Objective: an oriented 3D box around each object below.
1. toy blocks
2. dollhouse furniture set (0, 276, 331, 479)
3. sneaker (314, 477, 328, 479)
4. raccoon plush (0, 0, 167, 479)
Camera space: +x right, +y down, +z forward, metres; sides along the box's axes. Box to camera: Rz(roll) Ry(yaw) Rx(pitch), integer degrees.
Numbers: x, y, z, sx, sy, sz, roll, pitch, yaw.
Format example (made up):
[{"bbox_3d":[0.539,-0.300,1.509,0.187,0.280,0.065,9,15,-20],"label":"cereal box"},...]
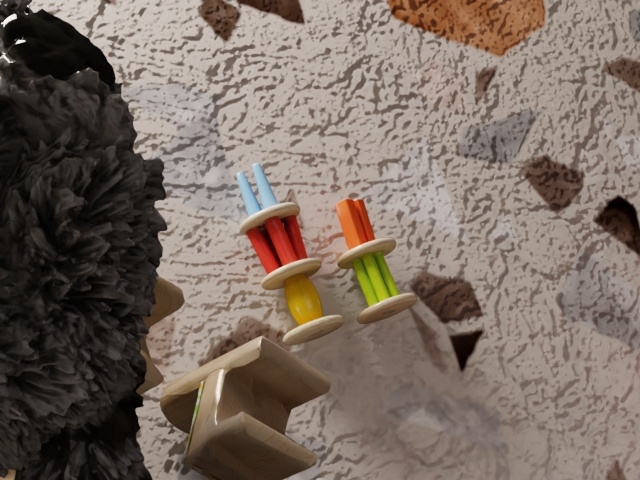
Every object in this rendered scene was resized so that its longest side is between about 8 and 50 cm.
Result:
[{"bbox_3d":[0.000,0.000,1.216,0.123,0.054,0.148,-15,76,-26],"label":"toy blocks"},{"bbox_3d":[-0.240,0.194,0.962,0.394,0.256,0.362,34,48,-26],"label":"dollhouse furniture set"},{"bbox_3d":[-0.037,0.217,0.892,0.071,0.083,0.191,40,47,-23],"label":"sneaker"},{"bbox_3d":[-0.225,0.062,0.722,0.299,0.216,0.446,-19,81,-40],"label":"raccoon plush"}]
